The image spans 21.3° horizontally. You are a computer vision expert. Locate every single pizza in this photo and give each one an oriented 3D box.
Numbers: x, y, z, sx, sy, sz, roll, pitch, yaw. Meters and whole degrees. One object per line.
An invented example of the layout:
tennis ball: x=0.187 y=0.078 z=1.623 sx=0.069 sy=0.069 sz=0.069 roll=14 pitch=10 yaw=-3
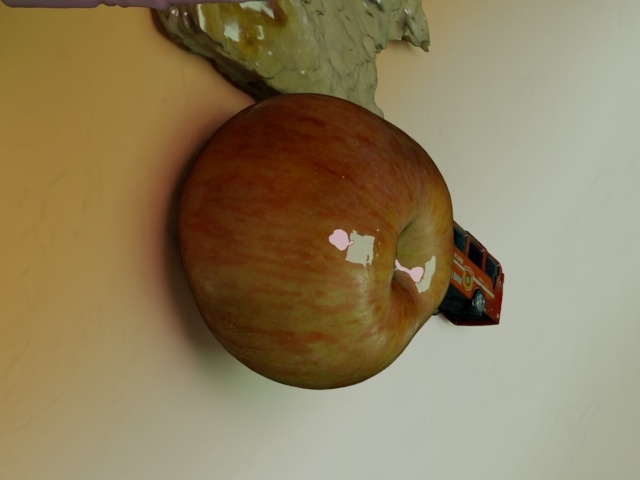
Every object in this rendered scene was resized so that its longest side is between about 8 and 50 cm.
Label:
pizza: x=-0.005 y=-0.126 z=0.761 sx=0.181 sy=0.034 sz=0.262 roll=-62 pitch=140 yaw=-33

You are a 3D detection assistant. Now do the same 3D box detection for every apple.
apple: x=0.001 y=-0.003 z=0.719 sx=0.126 sy=0.102 sz=0.126 roll=-11 pitch=103 yaw=-56

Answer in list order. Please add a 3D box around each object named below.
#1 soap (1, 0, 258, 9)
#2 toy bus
soap: x=-0.036 y=-0.231 z=0.562 sx=0.109 sy=0.193 sz=0.323 roll=55 pitch=49 yaw=-46
toy bus: x=0.060 y=0.009 z=0.876 sx=0.110 sy=0.031 sz=0.043 roll=39 pitch=54 yaw=-51
